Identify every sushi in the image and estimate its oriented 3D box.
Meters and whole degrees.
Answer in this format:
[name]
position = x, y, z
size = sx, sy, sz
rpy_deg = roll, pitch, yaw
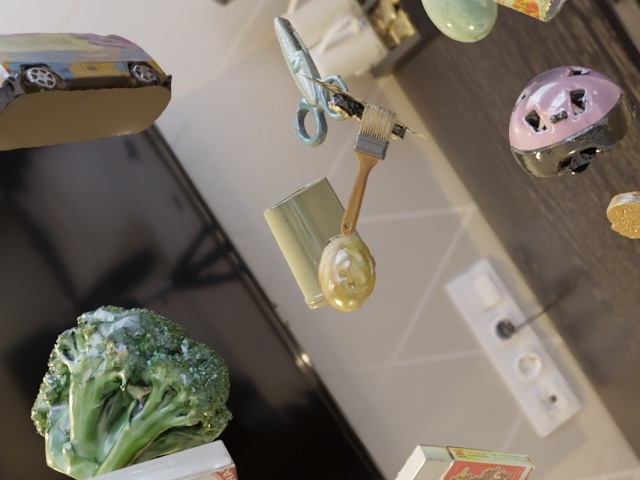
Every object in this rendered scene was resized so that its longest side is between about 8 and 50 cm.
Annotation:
[sushi]
position = 0.059, -0.196, 1.408
size = 0.201, 0.031, 0.139
rpy_deg = 24, -175, -33

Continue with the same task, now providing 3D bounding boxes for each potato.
[potato]
position = 0.039, 0.048, 1.356
size = 0.170, 0.079, 0.107
rpy_deg = -107, 21, -81

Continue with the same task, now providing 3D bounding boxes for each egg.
[egg]
position = 0.325, -0.571, 2.119
size = 0.168, 0.168, 0.231
rpy_deg = 117, 129, -74

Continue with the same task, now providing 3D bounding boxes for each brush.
[brush]
position = 0.054, -0.086, 1.142
size = 0.043, 0.170, 0.014
rpy_deg = 18, -168, 13

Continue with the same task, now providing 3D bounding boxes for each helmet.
[helmet]
position = 0.384, -0.203, 1.434
size = 0.154, 0.198, 0.253
rpy_deg = 56, -155, -20

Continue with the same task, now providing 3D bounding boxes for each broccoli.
[broccoli]
position = -0.250, 0.216, 1.198
size = 0.294, 0.245, 0.265
rpy_deg = -10, 133, 49

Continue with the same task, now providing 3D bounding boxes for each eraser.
[eraser]
position = 0.232, 0.419, 1.539
size = 0.157, 0.230, 0.038
rpy_deg = -63, 30, 27

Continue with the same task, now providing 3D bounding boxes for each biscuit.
[biscuit]
position = 0.729, -0.055, 2.045
size = 0.170, 0.050, 0.170
rpy_deg = 23, 158, 10

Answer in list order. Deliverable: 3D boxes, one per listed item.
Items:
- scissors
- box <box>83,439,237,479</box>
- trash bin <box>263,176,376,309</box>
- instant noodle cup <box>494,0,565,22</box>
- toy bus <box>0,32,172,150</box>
[scissors]
position = -0.029, -0.306, 1.654
size = 0.138, 0.041, 0.289
rpy_deg = -45, 53, 34
[box]
position = -0.192, 0.430, 1.113
size = 0.069, 0.214, 0.353
rpy_deg = -137, 38, -61
[trash bin]
position = 0.000, 0.000, 2.053
size = 0.121, 0.243, 0.248
rpy_deg = -24, 96, 31
[instant noodle cup]
position = 0.387, -0.500, 1.637
size = 0.153, 0.205, 0.205
rpy_deg = 33, 160, 12
[toy bus]
position = -0.454, -0.283, 1.630
size = 0.162, 0.386, 0.171
rpy_deg = 55, 127, 16
